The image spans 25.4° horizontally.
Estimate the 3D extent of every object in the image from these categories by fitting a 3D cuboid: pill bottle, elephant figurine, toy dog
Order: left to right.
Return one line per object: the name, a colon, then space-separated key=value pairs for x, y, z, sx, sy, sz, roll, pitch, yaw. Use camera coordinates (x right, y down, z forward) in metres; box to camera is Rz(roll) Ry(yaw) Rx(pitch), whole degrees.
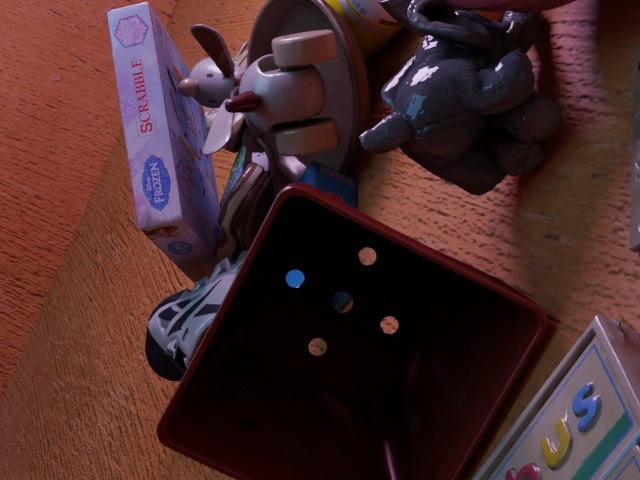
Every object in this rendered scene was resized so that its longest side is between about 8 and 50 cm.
toy dog: x=-0.107 y=-0.188 z=1.883 sx=0.333 sy=0.161 sz=0.220 roll=-25 pitch=79 yaw=58
pill bottle: x=0.045 y=-0.306 z=1.946 sx=0.215 sy=0.117 sz=0.117 roll=-38 pitch=34 yaw=53
elephant figurine: x=0.139 y=-0.173 z=1.450 sx=0.169 sy=0.186 sz=0.239 roll=-35 pitch=42 yaw=22

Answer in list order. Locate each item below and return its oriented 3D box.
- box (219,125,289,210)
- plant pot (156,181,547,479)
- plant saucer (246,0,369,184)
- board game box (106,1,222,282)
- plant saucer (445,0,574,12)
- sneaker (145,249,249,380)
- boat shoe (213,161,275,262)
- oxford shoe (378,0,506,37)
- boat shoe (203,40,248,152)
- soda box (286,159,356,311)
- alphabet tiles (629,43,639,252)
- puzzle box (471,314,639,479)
box: x=-0.053 y=-0.177 z=2.147 sx=0.232 sy=0.058 sz=0.322 roll=-10 pitch=57 yaw=67
plant pot: x=0.025 y=0.094 z=1.373 sx=0.267 sy=0.267 sz=0.236 roll=-62 pitch=8 yaw=12
plant saucer: x=-0.015 y=-0.203 z=1.922 sx=0.278 sy=0.041 sz=0.278 roll=27 pitch=122 yaw=53
board game box: x=-0.213 y=-0.129 z=2.035 sx=0.319 sy=0.066 sz=0.318 roll=61 pitch=-162 yaw=-72
plant saucer: x=0.248 y=-0.343 z=1.397 sx=0.332 sy=0.084 sz=0.332 roll=-33 pitch=31 yaw=23
sneaker: x=-0.166 y=0.145 z=1.976 sx=0.330 sy=0.122 sz=0.146 roll=-43 pitch=28 yaw=49
boat shoe: x=-0.080 y=-0.024 z=1.923 sx=0.095 sy=0.095 sz=0.257 roll=-58 pitch=-4 yaw=-19
oxford shoe: x=0.198 y=-0.370 z=1.595 sx=0.364 sy=0.132 sz=0.130 roll=-55 pitch=22 yaw=29
boat shoe: x=-0.137 y=-0.254 z=2.332 sx=0.285 sy=0.089 sz=0.105 roll=-70 pitch=-5 yaw=-52
soda box: x=0.000 y=0.000 z=1.790 sx=0.071 sy=0.067 sz=0.210 roll=-51 pitch=24 yaw=37
alphabet tiles: x=0.345 y=-0.142 z=1.140 sx=0.285 sy=0.011 sz=0.343 roll=-42 pitch=31 yaw=50
puzzle box: x=0.153 y=0.287 z=1.089 sx=0.409 sy=0.052 sz=0.272 roll=-58 pitch=20 yaw=23
